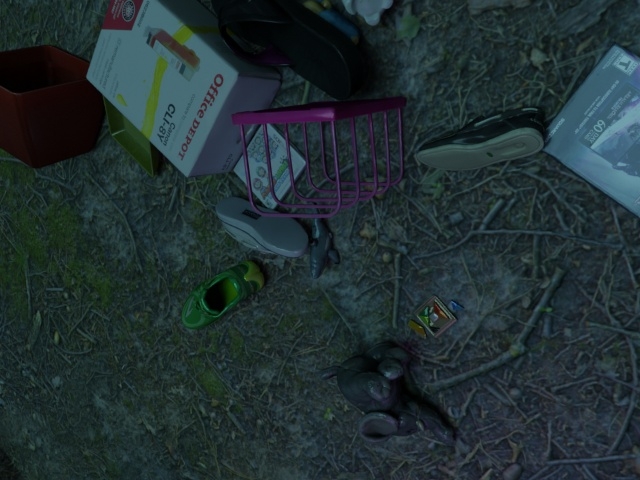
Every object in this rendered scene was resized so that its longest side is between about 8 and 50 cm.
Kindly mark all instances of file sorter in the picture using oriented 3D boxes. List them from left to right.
[{"bbox_3d":[0.014,-0.161,1.024,0.202,0.291,0.182,5,108,31],"label":"file sorter"}]

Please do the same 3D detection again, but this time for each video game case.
[{"bbox_3d":[-0.116,-0.170,1.260,0.143,0.019,0.157,47,122,13],"label":"video game case"},{"bbox_3d":[0.515,-0.153,0.876,0.274,0.026,0.196,42,120,17],"label":"video game case"}]

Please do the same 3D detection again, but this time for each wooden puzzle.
[{"bbox_3d":[0.235,0.159,1.137,0.078,0.014,0.116,42,120,15],"label":"wooden puzzle"}]

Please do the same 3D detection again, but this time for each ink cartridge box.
[{"bbox_3d":[-0.316,-0.369,1.244,0.385,0.160,0.279,43,121,15],"label":"ink cartridge box"}]

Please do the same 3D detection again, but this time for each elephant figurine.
[{"bbox_3d":[0.145,0.354,1.173,0.186,0.169,0.239,12,129,58],"label":"elephant figurine"}]

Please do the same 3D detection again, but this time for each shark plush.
[{"bbox_3d":[0.000,0.000,1.206,0.073,0.067,0.161,16,111,28],"label":"shark plush"}]

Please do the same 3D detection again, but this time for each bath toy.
[{"bbox_3d":[0.108,-0.519,0.974,0.151,0.129,0.348,27,129,-27],"label":"bath toy"}]

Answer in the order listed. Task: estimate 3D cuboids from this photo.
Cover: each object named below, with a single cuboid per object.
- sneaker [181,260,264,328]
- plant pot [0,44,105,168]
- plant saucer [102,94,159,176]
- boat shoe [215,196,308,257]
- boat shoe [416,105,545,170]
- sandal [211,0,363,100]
[{"bbox_3d":[-0.269,0.140,1.375,0.295,0.123,0.109,-36,83,34],"label":"sneaker"},{"bbox_3d":[-0.748,-0.350,1.473,0.267,0.267,0.236,28,129,23],"label":"plant pot"},{"bbox_3d":[-0.469,-0.282,1.397,0.188,0.045,0.188,44,150,15],"label":"plant saucer"},{"bbox_3d":[-0.135,-0.014,1.269,0.267,0.096,0.088,22,140,27],"label":"boat shoe"},{"bbox_3d":[0.284,-0.180,0.993,0.233,0.084,0.079,-9,60,40],"label":"boat shoe"},{"bbox_3d":[-0.105,-0.402,1.067,0.446,0.107,0.167,40,158,31],"label":"sandal"}]
